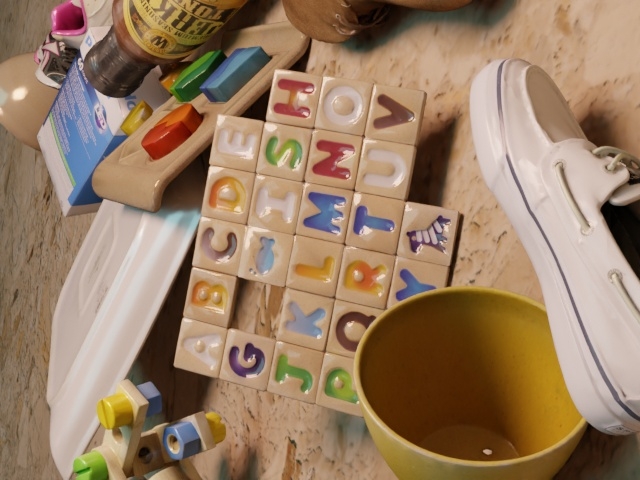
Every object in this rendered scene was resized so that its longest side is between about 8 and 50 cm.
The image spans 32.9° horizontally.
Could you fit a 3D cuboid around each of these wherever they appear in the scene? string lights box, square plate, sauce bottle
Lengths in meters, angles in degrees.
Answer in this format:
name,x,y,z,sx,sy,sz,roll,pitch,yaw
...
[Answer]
name,x,y,z,sx,sy,sz,roll,pitch,yaw
string lights box,-0.285,-0.150,1.408,0.259,0.076,0.133,-43,64,51
square plate,-0.223,0.029,1.188,0.347,0.049,0.344,-61,20,17
sauce bottle,-0.148,-0.257,1.144,0.344,0.111,0.111,-34,53,49

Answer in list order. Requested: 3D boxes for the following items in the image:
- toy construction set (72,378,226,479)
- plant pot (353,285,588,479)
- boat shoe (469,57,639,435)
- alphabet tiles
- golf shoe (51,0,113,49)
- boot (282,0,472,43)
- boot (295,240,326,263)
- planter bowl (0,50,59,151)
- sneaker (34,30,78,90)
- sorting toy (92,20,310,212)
name,x,y,z,sx,sy,sz,roll,pitch,yaw
toy construction set,-0.178,0.279,1.043,0.215,0.151,0.328,61,149,14
plant pot,0.087,0.106,0.627,0.134,0.134,0.095,-116,18,-48
boat shoe,0.152,-0.013,0.584,0.076,0.083,0.226,-36,62,40
alphabet tiles,0.000,0.000,0.789,0.198,0.009,0.237,12,94,21
golf shoe,-0.240,-0.334,1.344,0.306,0.140,0.115,-54,37,40
boot,0.040,-0.208,0.851,0.305,0.112,0.115,39,147,55
boot,0.006,0.013,0.867,0.121,0.045,0.099,-65,-17,-45
planter bowl,-0.431,-0.232,1.688,0.109,0.162,0.162,-40,42,16
sneaker,-0.365,-0.265,1.542,0.077,0.072,0.178,-61,38,17
sorting toy,-0.151,-0.136,1.111,0.229,0.041,0.307,-50,25,-13
